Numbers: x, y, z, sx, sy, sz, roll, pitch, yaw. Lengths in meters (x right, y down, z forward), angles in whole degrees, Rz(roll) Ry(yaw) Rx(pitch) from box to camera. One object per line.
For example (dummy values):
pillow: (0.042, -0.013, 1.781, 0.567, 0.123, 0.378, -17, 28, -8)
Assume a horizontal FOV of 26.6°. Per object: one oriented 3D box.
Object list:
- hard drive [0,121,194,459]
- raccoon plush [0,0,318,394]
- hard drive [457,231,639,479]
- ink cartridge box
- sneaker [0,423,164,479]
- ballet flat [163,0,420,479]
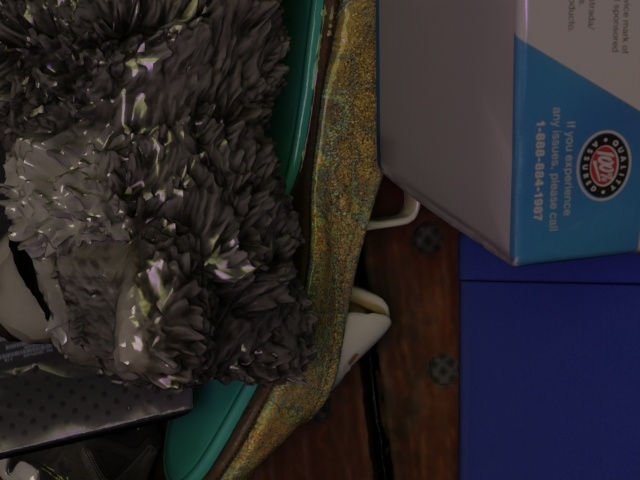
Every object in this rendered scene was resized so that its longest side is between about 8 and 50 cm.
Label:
hard drive: (-0.176, 0.006, 0.814, 0.172, 0.054, 0.255, -13, 68, -6)
raccoon plush: (-0.046, -0.131, 0.643, 0.299, 0.216, 0.446, 51, 125, 24)
hard drive: (0.154, 0.153, 0.755, 0.040, 0.210, 0.319, 1, 89, -33)
ink cartridge box: (0.185, -0.118, 0.686, 0.270, 0.197, 0.198, -5, 107, -16)
sneaker: (-0.197, 0.092, 0.851, 0.234, 0.078, 0.106, 34, 90, 2)
ballet flat: (0.000, 0.000, 0.819, 0.123, 0.123, 0.348, 14, 93, 6)
